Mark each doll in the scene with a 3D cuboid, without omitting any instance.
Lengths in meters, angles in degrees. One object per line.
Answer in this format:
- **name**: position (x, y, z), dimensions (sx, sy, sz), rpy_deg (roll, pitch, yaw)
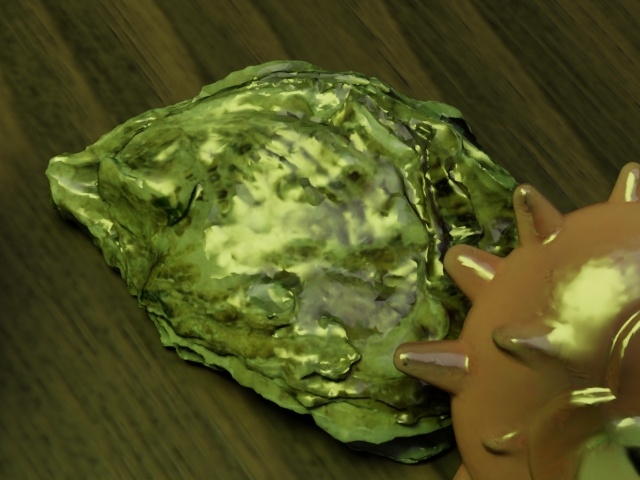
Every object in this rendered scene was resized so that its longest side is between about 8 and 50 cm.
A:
- **doll**: position (0.140, 0.079, 0.895), dimensions (0.211, 0.093, 0.262), rpy_deg (31, 95, 5)

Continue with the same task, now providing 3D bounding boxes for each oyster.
- **oyster**: position (0.000, 0.000, 0.994), dimensions (0.198, 0.112, 0.268), rpy_deg (-44, 77, -10)
